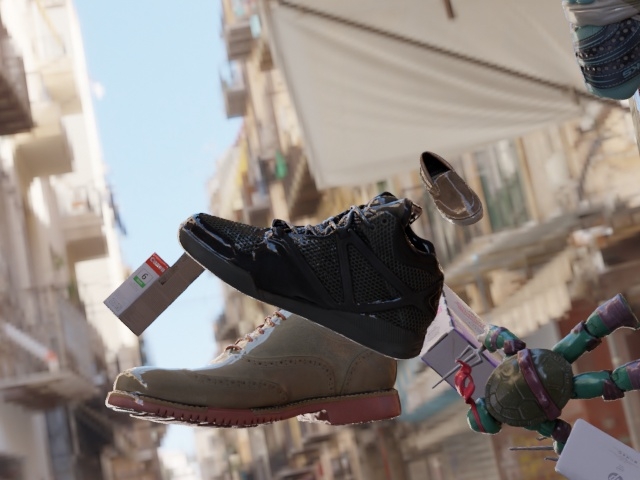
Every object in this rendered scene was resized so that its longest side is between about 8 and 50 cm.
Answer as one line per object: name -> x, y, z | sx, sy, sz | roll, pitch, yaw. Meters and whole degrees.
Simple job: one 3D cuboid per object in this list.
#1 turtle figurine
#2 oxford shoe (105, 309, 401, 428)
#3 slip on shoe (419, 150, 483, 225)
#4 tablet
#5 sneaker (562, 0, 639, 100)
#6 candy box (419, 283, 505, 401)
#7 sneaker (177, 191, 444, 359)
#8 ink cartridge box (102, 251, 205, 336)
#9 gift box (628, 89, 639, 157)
turtle figurine -> 0.236, 0.156, 1.371 | 0.234, 0.175, 0.118 | -28, -9, 15
oxford shoe -> -0.079, 0.157, 1.613 | 0.397, 0.147, 0.140 | 2, -5, -34
slip on shoe -> 0.164, -0.068, 1.664 | 0.051, 0.135, 0.041 | -26, -49, -2
tablet -> 0.212, 0.165, 0.927 | 0.054, 0.083, 0.006 | -53, -11, -42
sneaker -> 0.301, -0.188, 1.108 | 0.283, 0.122, 0.110 | -19, 20, -38
candy box -> 0.218, 0.164, 1.944 | 0.070, 0.165, 0.196 | -44, 16, 13
sneaker -> 0.000, 0.000, 1.087 | 0.227, 0.130, 0.087 | 22, 14, 0
ink cartridge box -> -0.172, 0.045, 1.388 | 0.115, 0.029, 0.063 | -45, -26, -8
gift box -> 0.592, -0.250, 2.052 | 0.255, 0.258, 0.276 | -8, -9, 0
